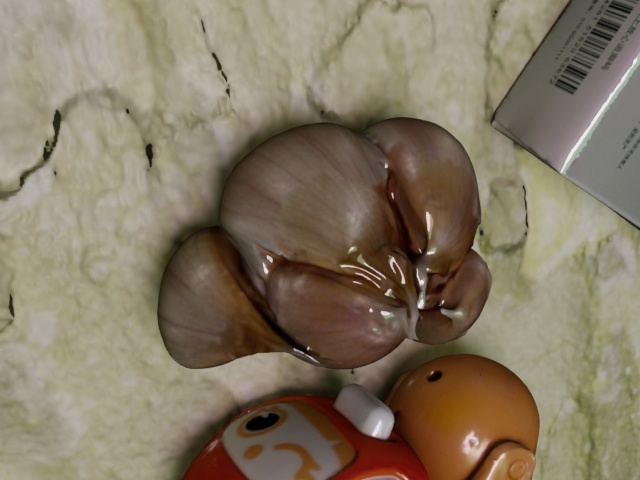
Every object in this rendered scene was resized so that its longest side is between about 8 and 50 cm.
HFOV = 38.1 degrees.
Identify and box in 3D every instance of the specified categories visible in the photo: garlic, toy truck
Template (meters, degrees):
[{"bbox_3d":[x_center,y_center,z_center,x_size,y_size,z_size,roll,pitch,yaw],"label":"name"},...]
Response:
[{"bbox_3d":[0.000,0.000,0.607,0.214,0.191,0.160,-2,90,-10],"label":"garlic"},{"bbox_3d":[0.036,0.182,0.696,0.265,0.189,0.239,22,94,-30],"label":"toy truck"}]

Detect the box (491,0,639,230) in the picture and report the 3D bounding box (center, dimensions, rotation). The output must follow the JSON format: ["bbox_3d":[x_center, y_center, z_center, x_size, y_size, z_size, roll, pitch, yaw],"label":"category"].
[{"bbox_3d":[0.308,-0.090,0.721,0.299,0.106,0.200,27,103,-30],"label":"box"}]
